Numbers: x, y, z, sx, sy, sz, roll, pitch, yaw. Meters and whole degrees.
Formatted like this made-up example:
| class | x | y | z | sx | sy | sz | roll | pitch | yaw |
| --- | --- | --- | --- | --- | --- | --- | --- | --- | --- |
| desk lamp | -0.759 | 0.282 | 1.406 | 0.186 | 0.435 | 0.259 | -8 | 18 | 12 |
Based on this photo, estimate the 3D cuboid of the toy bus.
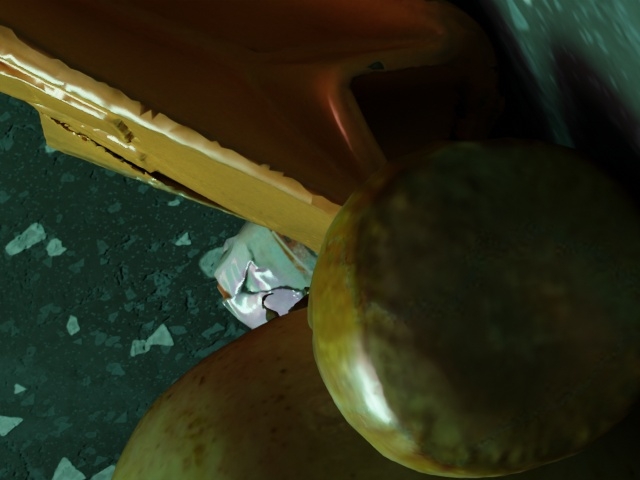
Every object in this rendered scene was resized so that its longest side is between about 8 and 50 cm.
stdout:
| class | x | y | z | sx | sy | sz | roll | pitch | yaw |
| --- | --- | --- | --- | --- | --- | --- | --- | --- | --- |
| toy bus | 0.000 | 0.000 | 1.404 | 0.127 | 0.147 | 0.302 | 48 | -164 | -5 |

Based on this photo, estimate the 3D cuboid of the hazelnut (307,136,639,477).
| class | x | y | z | sx | sy | sz | roll | pitch | yaw |
| --- | --- | --- | --- | --- | --- | --- | --- | --- | --- |
| hazelnut | 0.069 | 0.031 | 0.637 | 0.150 | 0.150 | 0.150 | 58 | 179 | 2 |

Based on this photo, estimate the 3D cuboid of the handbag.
| class | x | y | z | sx | sy | sz | roll | pitch | yaw |
| --- | --- | --- | --- | --- | --- | --- | --- | --- | --- |
| handbag | -0.058 | -0.083 | 0.885 | 0.304 | 0.116 | 0.410 | 25 | 175 | 4 |

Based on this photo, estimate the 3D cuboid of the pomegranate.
| class | x | y | z | sx | sy | sz | roll | pitch | yaw |
| --- | --- | --- | --- | --- | --- | --- | --- | --- | --- |
| pomegranate | 0.043 | 0.154 | 0.809 | 0.338 | 0.338 | 0.338 | 58 | 179 | 2 |
